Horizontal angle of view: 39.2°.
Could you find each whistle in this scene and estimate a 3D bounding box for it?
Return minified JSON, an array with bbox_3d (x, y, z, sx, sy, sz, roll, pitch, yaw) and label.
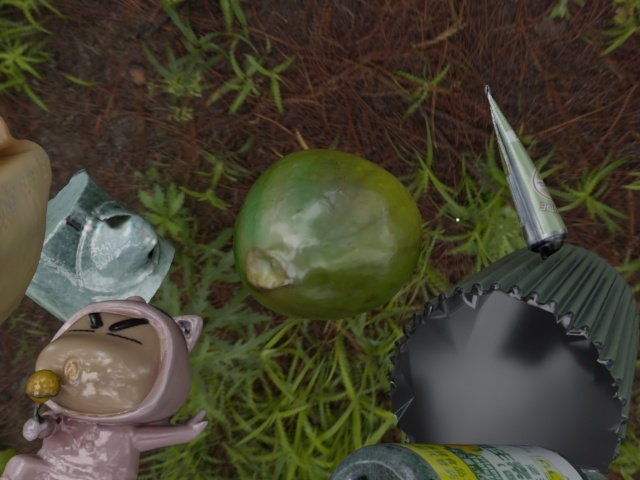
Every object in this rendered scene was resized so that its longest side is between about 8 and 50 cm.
[{"bbox_3d":[-0.358,0.012,1.343,0.168,0.404,0.188,43,81,-24],"label":"whistle"}]

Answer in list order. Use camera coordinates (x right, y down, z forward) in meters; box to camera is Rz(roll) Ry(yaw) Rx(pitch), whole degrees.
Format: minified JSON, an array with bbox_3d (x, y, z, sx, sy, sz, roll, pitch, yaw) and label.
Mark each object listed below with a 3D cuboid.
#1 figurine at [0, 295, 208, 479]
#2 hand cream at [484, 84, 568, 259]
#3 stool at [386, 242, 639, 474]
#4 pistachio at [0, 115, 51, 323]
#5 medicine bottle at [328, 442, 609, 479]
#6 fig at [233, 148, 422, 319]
[{"bbox_3d":[-0.222,0.183,0.916,0.176,0.186,0.287,16,65,13],"label":"figurine"},{"bbox_3d":[0.263,-0.088,1.173,0.055,0.086,0.235,-21,74,14],"label":"hand cream"},{"bbox_3d":[0.289,0.160,1.225,0.297,0.330,0.297,7,105,26],"label":"stool"},{"bbox_3d":[-0.235,-0.012,0.393,0.214,0.318,0.193,-44,110,-28],"label":"pistachio"},{"bbox_3d":[0.145,0.247,0.773,0.141,0.293,0.141,-15,69,46],"label":"medicine bottle"},{"bbox_3d":[0.000,0.000,0.897,0.181,0.191,0.181,17,120,32],"label":"fig"}]
